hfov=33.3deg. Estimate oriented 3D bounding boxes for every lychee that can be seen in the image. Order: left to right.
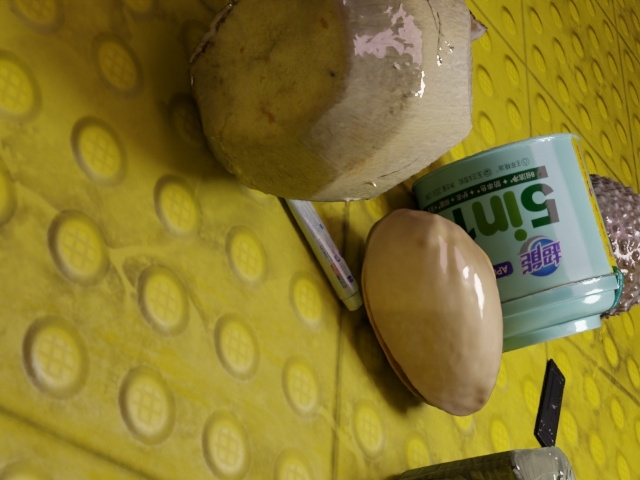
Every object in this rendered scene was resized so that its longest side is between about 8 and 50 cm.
[{"bbox_3d":[0.520,0.005,2.059,0.300,0.300,0.300,33,47,-44],"label":"lychee"}]

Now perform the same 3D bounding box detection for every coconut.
[{"bbox_3d":[0.023,-0.213,1.350,0.360,0.346,0.346,-1,74,-58],"label":"coconut"}]

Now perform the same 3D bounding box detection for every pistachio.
[{"bbox_3d":[0.165,0.102,1.541,0.214,0.193,0.318,-22,100,-28],"label":"pistachio"}]

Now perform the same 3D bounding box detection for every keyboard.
[{"bbox_3d":[0.430,0.308,1.992,0.061,0.013,0.204,55,35,-22],"label":"keyboard"}]

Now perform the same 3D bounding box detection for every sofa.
[{"bbox_3d":[0.239,0.387,1.477,0.225,0.210,0.176,14,63,-57],"label":"sofa"}]

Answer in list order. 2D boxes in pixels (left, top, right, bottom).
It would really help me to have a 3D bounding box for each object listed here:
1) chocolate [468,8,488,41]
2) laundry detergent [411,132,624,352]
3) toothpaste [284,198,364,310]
[{"bbox_3d":[0.160,-0.429,1.881,0.185,0.100,0.303,42,17,34],"label":"chocolate"},{"bbox_3d":[0.325,0.016,1.731,0.287,0.287,0.305,-2,74,-57],"label":"laundry detergent"},{"bbox_3d":[0.000,0.000,1.488,0.218,0.033,0.052,61,32,-10],"label":"toothpaste"}]
